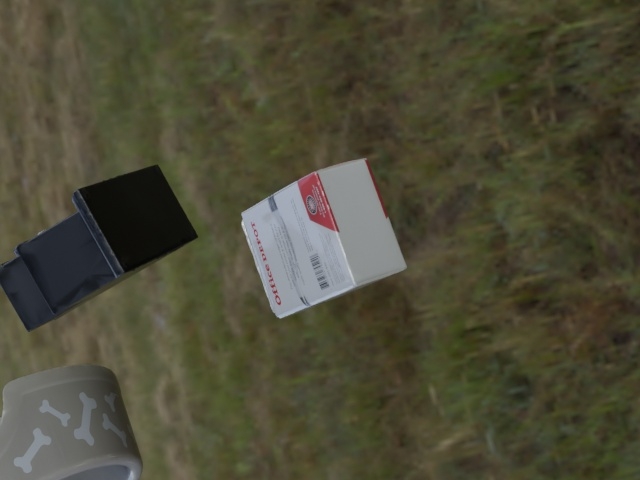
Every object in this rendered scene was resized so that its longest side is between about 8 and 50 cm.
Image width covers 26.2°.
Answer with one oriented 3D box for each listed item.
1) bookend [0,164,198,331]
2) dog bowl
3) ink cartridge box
[{"bbox_3d":[-0.202,0.015,1.094,0.072,0.157,0.156,60,-161,-1],"label":"bookend"},{"bbox_3d":[-0.334,0.266,1.387,0.102,0.348,0.349,56,161,17],"label":"dog bowl"},{"bbox_3d":[0.000,0.000,1.142,0.135,0.056,0.099,-25,84,57],"label":"ink cartridge box"}]
